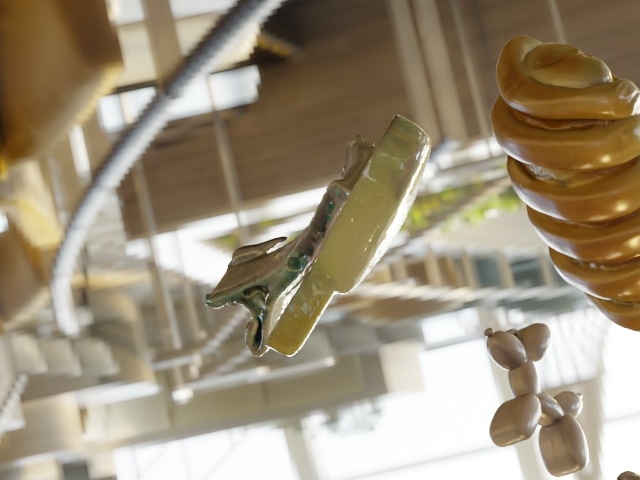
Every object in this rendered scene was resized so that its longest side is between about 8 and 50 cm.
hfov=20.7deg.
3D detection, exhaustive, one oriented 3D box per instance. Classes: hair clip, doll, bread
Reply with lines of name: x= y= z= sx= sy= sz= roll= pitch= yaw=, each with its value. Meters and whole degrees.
hair clip: x=0.000 y=0.003 z=1.126 sx=0.218 sy=0.071 sz=0.159 roll=-48 pitch=-170 yaw=44
doll: x=0.237 y=0.167 z=1.946 sx=0.161 sy=0.160 sz=0.059 roll=31 pitch=139 yaw=-31
bread: x=0.258 y=-0.038 z=1.616 sx=0.121 sy=0.311 sz=0.173 roll=-38 pitch=-148 yaw=-12

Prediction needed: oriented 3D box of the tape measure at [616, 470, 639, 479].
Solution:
tape measure: x=0.394 y=0.313 z=1.808 sx=0.196 sy=0.105 sz=0.178 roll=18 pitch=179 yaw=4
